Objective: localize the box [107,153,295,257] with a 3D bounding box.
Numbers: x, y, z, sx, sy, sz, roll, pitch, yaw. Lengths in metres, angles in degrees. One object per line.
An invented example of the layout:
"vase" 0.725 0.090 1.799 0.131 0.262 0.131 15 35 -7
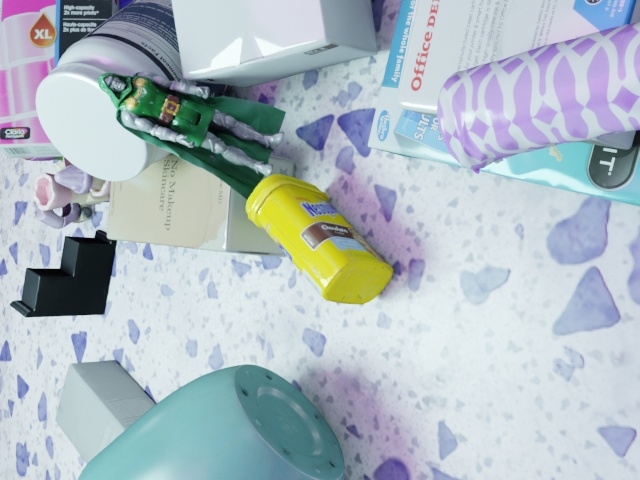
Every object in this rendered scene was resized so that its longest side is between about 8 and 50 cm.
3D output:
"box" -0.190 -0.058 1.026 0.311 0.121 0.148 3 88 43

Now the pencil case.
"pencil case" 0.185 -0.101 0.490 0.206 0.086 0.088 -6 120 43

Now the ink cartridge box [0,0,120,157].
"ink cartridge box" -0.417 -0.316 1.083 0.069 0.175 0.371 107 159 -74

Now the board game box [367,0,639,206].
"board game box" 0.222 -0.187 0.683 0.336 0.079 0.254 20 101 42

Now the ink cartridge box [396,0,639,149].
"ink cartridge box" 0.183 -0.174 0.603 0.203 0.085 0.148 21 104 41

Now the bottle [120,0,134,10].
"bottle" -0.298 -0.538 1.176 0.118 0.092 0.283 -2 85 49

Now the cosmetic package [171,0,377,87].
"cosmetic package" -0.075 -0.402 0.831 0.217 0.156 0.386 -4 98 29

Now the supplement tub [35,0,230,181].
"supplement tub" -0.254 -0.230 0.971 0.191 0.272 0.191 14 135 15

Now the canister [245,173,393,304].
"canister" 0.000 0.000 0.846 0.170 0.126 0.073 47 110 31

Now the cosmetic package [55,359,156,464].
"cosmetic package" -0.364 0.323 1.181 0.238 0.107 0.127 34 110 42

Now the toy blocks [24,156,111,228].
"toy blocks" -0.492 -0.184 1.198 0.308 0.260 0.289 -15 85 40

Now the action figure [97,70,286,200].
"action figure" -0.162 -0.149 0.832 0.063 0.232 0.137 -25 47 65

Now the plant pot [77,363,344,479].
"plant pot" -0.113 0.298 0.837 0.235 0.293 0.293 -47 56 10

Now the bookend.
"bookend" -0.483 0.059 1.267 0.072 0.157 0.156 19 101 41

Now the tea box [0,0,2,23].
"tea box" -0.565 -0.651 1.344 0.323 0.219 0.329 -37 64 36
